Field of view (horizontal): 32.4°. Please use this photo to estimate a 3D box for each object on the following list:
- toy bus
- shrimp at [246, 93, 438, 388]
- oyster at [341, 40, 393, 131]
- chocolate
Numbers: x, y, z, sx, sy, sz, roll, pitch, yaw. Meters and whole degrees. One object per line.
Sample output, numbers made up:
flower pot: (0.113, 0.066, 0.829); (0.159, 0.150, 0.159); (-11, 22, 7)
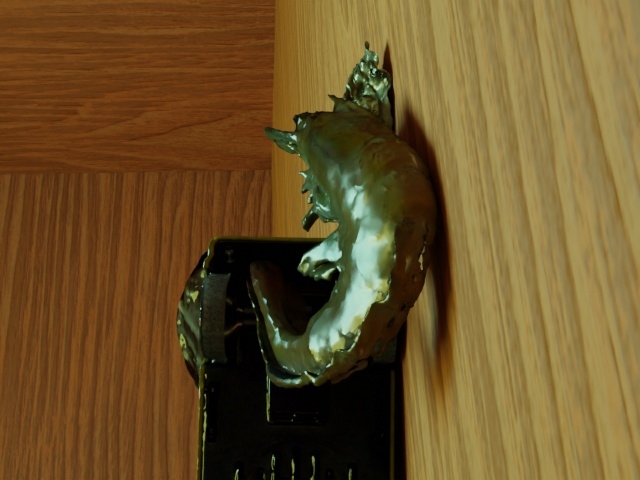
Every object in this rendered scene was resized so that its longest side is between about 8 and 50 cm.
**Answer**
toy bus: (-0.015, 0.166, 0.797); (0.151, 0.145, 0.331); (96, 175, -85)
shrimp: (0.001, 0.000, 0.688); (0.173, 0.058, 0.253); (-65, 24, 7)
oyster: (0.030, -0.087, 0.811); (0.098, 0.037, 0.100); (95, 172, -53)
chocolate: (-0.132, 0.193, 1.984); (0.210, 0.225, 0.340); (-125, 31, -59)
